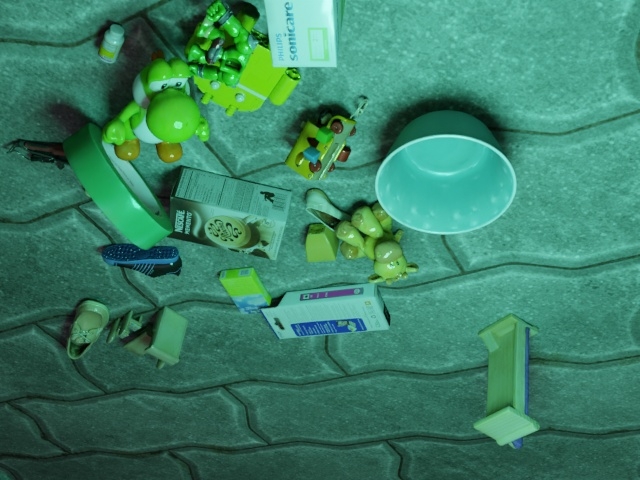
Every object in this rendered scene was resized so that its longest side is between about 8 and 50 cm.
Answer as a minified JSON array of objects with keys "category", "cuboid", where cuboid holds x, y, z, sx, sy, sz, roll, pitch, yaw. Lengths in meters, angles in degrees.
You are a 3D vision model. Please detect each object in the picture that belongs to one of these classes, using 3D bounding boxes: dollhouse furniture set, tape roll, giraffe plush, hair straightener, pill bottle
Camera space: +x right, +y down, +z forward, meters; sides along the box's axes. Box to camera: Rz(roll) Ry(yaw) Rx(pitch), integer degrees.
[{"category":"dollhouse furniture set","cuboid":[-0.563,0.346,2.445,0.212,0.161,0.242,36,133,-29]},{"category":"tape roll","cuboid":[-0.478,-0.128,1.761,0.077,0.321,0.321,-35,130,1]},{"category":"giraffe plush","cuboid":[0.155,0.029,1.903,0.181,0.170,0.210,-36,132,7]},{"category":"hair straightener","cuboid":[-0.692,-0.209,1.904,0.230,0.047,0.089,5,140,4]},{"category":"pill bottle","cuboid":[-0.452,-0.428,1.607,0.043,0.043,0.083,24,137,-17]}]

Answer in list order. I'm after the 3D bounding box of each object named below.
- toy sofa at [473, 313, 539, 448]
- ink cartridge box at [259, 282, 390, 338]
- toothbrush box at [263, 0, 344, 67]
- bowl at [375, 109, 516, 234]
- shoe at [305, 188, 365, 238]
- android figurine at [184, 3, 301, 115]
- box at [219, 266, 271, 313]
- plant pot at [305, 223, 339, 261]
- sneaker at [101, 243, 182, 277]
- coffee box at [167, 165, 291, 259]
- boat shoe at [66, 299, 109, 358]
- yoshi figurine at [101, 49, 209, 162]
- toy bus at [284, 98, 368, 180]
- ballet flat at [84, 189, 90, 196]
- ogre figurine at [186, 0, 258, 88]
[{"category":"toy sofa","cuboid":[0.571,0.414,2.179,0.177,0.362,0.150,32,134,-16]},{"category":"ink cartridge box","cuboid":[0.015,0.222,2.276,0.371,0.069,0.176,-9,138,16]},{"category":"toothbrush box","cuboid":[-0.021,-0.471,1.299,0.122,0.283,0.206,3,139,7]},{"category":"bowl","cuboid":[0.283,-0.174,1.689,0.311,0.163,0.311,4,139,4]},{"category":"shoe","cuboid":[0.037,-0.051,1.955,0.076,0.058,0.219,-27,129,34]},{"category":"android figurine","cuboid":[-0.173,-0.379,1.612,0.248,0.056,0.273,26,135,-20]},{"category":"box","cuboid":[-0.224,0.155,2.254,0.109,0.042,0.178,-7,138,18]},{"category":"plant pot","cuboid":[0.000,0.000,2.010,0.081,0.081,0.083,-4,128,14]},{"category":"sneaker","cuboid":[-0.523,0.067,2.173,0.232,0.081,0.090,3,132,4]},{"category":"coffee box","cuboid":[-0.240,-0.068,1.936,0.297,0.119,0.168,12,140,-5]},{"category":"boat shoe","cuboid":[-0.788,0.303,2.482,0.109,0.098,0.302,23,138,-17]},{"category":"yoshi figurine","cuboid":[-0.352,-0.253,1.613,0.203,0.203,0.362,40,154,-5]},{"category":"toy bus","cuboid":[0.001,-0.236,1.704,0.104,0.202,0.191,35,150,15]},{"category":"ballet flat","cuboid":[-0.552,-0.136,1.963,0.173,0.049,0.057,-6,137,17]},{"category":"ogre figurine","cuboid":[-0.200,-0.383,1.503,0.118,0.097,0.197,31,120,-8]}]
